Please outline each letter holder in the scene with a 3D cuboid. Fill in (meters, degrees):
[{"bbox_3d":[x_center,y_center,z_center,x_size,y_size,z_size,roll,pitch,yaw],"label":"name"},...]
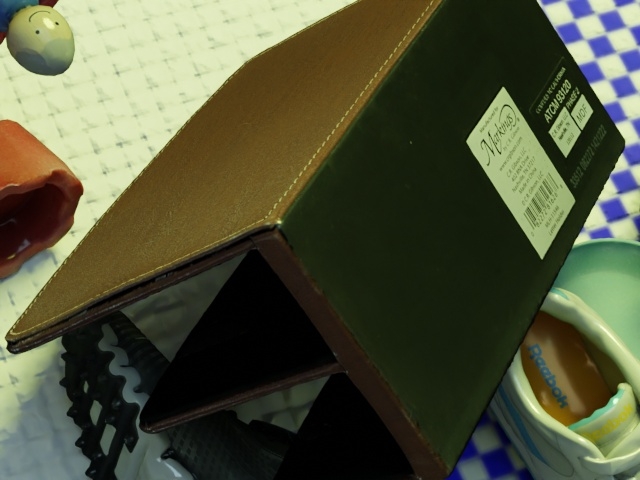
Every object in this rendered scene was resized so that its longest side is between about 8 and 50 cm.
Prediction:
[{"bbox_3d":[0.000,0.000,1.051,0.152,0.214,0.302,55,39,-17],"label":"letter holder"}]

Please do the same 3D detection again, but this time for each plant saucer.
[{"bbox_3d":[0.175,0.056,1.148,0.119,0.021,0.119,4,62,-8],"label":"plant saucer"}]

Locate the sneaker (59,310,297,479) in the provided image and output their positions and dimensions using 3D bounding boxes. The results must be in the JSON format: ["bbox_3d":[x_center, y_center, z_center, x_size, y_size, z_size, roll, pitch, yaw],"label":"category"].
[{"bbox_3d":[-0.052,0.125,1.043,0.106,0.078,0.234,-16,57,-36],"label":"sneaker"}]

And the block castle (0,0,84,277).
[{"bbox_3d":[-0.329,-0.015,0.935,0.453,0.303,0.213,-29,65,-23],"label":"block castle"}]

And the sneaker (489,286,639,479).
[{"bbox_3d":[0.162,0.125,1.057,0.087,0.092,0.228,-37,81,-9],"label":"sneaker"}]
